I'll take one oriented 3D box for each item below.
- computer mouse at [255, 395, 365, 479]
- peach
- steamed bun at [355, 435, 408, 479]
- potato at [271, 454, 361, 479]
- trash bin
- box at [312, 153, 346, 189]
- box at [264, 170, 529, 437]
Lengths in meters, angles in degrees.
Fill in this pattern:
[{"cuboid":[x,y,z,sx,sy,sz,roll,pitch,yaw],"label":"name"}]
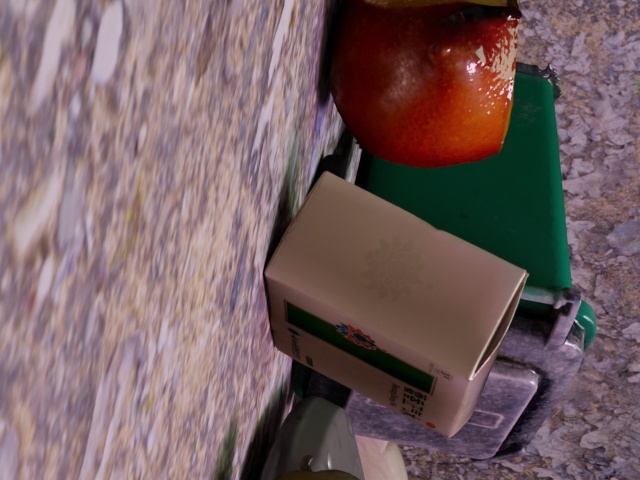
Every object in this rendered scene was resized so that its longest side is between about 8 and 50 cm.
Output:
[{"cuboid":[-0.012,0.245,1.261,0.331,0.095,0.197,-41,123,-82],"label":"computer mouse"},{"cuboid":[0.085,-0.132,1.167,0.267,0.158,0.154,-72,162,-71],"label":"peach"},{"cuboid":[0.029,0.289,1.550,0.170,0.152,0.239,68,36,-84],"label":"steamed bun"},{"cuboid":[-0.013,0.264,0.970,0.174,0.159,0.251,135,-35,-53],"label":"potato"},{"cuboid":[0.127,-0.005,1.464,0.295,0.259,0.381,109,-10,-53],"label":"trash bin"},{"cuboid":[0.000,0.000,1.279,0.125,0.027,0.126,-73,173,-58],"label":"box"},{"cuboid":[0.055,0.056,1.099,0.095,0.168,0.212,-62,170,-16],"label":"box"}]
